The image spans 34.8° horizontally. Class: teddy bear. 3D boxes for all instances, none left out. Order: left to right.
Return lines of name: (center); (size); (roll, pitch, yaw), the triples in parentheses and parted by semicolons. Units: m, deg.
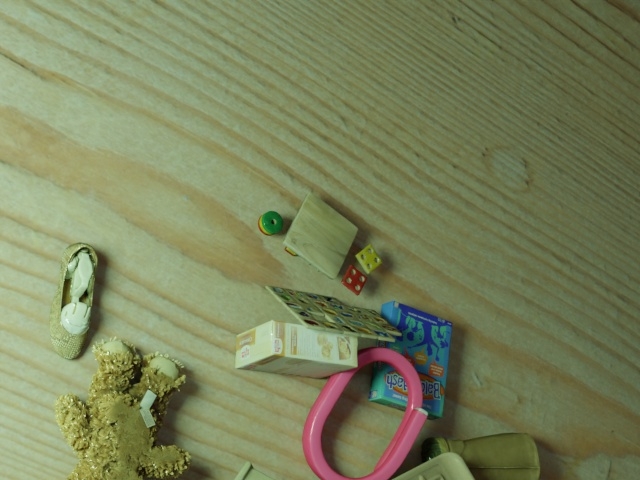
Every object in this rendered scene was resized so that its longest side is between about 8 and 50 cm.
teddy bear: (-0.337, 0.325, 1.721); (0.245, 0.113, 0.338); (11, 61, -36)

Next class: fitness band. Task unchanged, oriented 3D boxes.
fitness band: (0.089, 0.346, 1.976); (0.209, 0.054, 0.291); (37, 72, -16)

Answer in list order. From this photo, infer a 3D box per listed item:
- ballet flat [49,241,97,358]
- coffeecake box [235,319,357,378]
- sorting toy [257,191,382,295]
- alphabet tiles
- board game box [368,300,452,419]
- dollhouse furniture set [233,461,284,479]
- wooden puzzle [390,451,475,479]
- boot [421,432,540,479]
ballet flat: (-0.421, 0.098, 1.749); (0.073, 0.067, 0.206); (9, 70, -32)
coffeecake box: (-0.046, 0.207, 1.912); (0.185, 0.142, 0.068); (12, 68, -30)
sorting toy: (0.000, 0.000, 2.069); (0.274, 0.046, 0.132); (36, 58, -18)
alphabet tiles: (0.033, 0.144, 1.971); (0.237, 0.198, 0.009); (12, 103, -30)
board game box: (0.189, 0.249, 2.111); (0.160, 0.047, 0.210); (21, 66, -27)
dollhouse furniture set: (-0.140, 0.504, 1.646); (0.262, 0.135, 0.259); (23, 61, 20)
wooden puzzle: (0.205, 0.587, 1.867); (0.348, 0.080, 0.322); (-14, 67, -44)
boot: (0.344, 0.512, 2.104); (0.270, 0.089, 0.236); (8, 71, -32)
